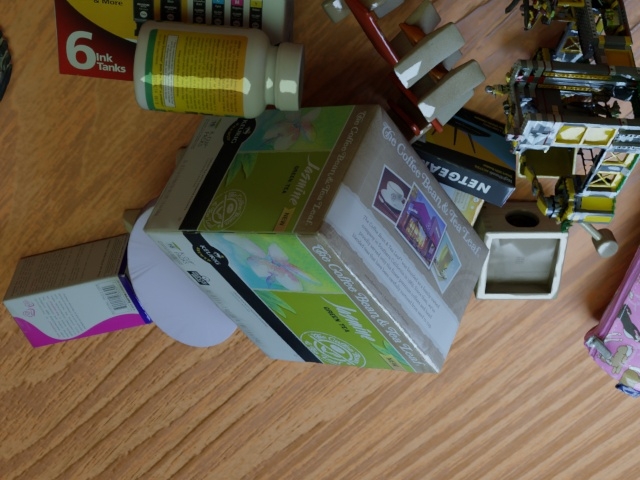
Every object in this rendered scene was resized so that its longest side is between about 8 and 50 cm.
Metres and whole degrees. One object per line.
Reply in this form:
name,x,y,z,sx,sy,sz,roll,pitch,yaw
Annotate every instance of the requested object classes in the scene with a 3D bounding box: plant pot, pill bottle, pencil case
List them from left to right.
pill bottle,-0.127,-0.218,1.755,0.208,0.117,0.117,5,130,3
plant pot,0.324,-0.146,1.951,0.081,0.083,0.081,3,130,6
pencil case,0.532,0.057,2.049,0.160,0.167,0.386,36,132,20

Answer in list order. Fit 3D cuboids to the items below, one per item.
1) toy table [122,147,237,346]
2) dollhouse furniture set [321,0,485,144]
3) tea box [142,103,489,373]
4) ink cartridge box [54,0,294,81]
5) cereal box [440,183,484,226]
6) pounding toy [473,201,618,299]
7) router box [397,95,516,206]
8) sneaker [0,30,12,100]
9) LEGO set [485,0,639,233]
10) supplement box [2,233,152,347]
toy table,-0.194,0.008,2.092,0.252,0.161,0.274,6,129,3
dollhouse furniture set,0.091,-0.239,1.775,0.135,0.262,0.259,-39,140,1
tea box,0.000,0.000,1.886,0.323,0.220,0.329,0,144,40
ink cartridge box,-0.192,-0.351,1.817,0.309,0.130,0.272,6,129,3
cereal box,0.117,-0.073,2.028,0.240,0.047,0.173,22,125,2
pounding toy,0.338,-0.009,2.063,0.206,0.094,0.181,0,125,-5
router box,0.191,-0.134,1.944,0.179,0.133,0.046,20,133,-10
sneaker,-0.580,-0.299,1.928,0.147,0.129,0.330,-4,144,46
LEGO set,0.286,-0.186,1.756,0.192,0.331,0.255,3,155,-10
supplement box,-0.382,0.081,2.207,0.220,0.114,0.111,-13,127,15
